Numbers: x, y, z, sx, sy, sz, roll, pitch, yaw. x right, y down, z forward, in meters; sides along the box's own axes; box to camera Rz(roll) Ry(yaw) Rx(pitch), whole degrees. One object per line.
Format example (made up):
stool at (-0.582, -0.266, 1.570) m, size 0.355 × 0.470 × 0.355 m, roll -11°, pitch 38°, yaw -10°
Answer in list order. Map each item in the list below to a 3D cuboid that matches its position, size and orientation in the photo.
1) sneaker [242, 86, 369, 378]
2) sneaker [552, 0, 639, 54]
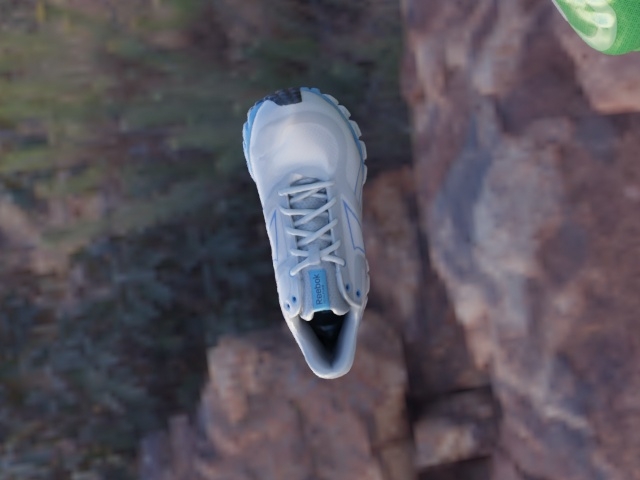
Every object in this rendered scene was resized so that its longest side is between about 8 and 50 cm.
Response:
sneaker at (0.000, 0.000, 1.148) m, size 0.083 × 0.071 × 0.191 m, roll -96°, pitch -5°, yaw -55°
sneaker at (0.093, -0.178, 1.003) m, size 0.109 × 0.123 × 0.295 m, roll 44°, pitch 180°, yaw 39°
